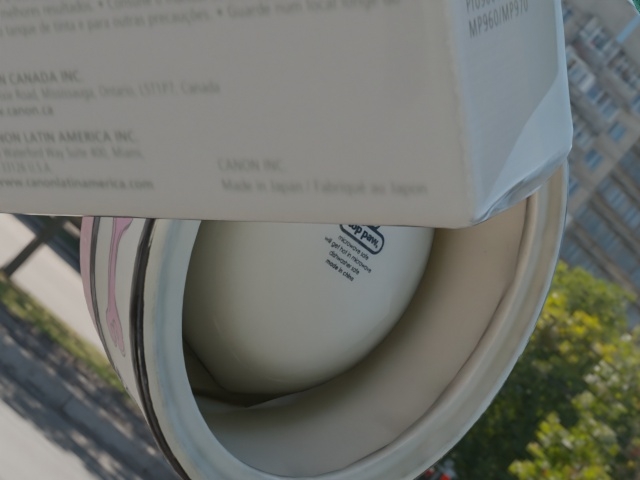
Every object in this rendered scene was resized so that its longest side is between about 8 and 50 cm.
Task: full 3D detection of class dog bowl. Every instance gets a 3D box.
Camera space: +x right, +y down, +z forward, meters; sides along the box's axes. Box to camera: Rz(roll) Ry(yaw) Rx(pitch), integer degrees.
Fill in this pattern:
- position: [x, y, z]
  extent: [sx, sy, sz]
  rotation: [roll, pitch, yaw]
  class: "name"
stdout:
- position: [0.000, 0.000, 0.876]
  extent: [0.150, 0.408, 0.408]
  rotation: [25, -16, 47]
  class: "dog bowl"

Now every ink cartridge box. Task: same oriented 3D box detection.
- position: [-0.090, -0.197, 0.389]
  extent: [0.308, 0.091, 0.384]
  rotation: [3, -69, 33]
  class: "ink cartridge box"

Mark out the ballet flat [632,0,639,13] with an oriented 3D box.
- position: [0.182, -0.056, 0.392]
  extent: [0.221, 0.079, 0.077]
  rotation: [46, -15, -18]
  class: "ballet flat"
